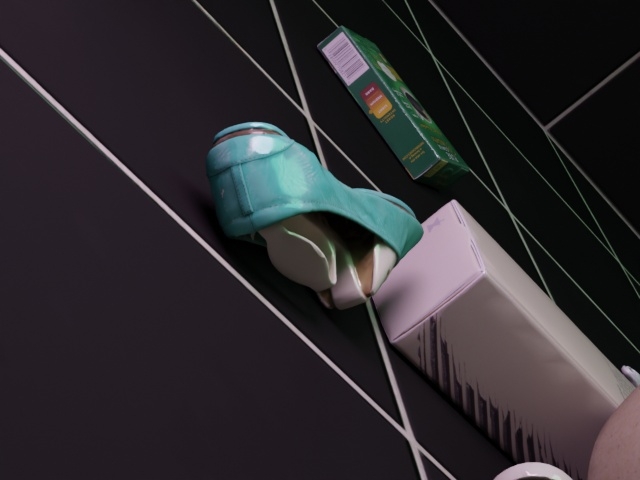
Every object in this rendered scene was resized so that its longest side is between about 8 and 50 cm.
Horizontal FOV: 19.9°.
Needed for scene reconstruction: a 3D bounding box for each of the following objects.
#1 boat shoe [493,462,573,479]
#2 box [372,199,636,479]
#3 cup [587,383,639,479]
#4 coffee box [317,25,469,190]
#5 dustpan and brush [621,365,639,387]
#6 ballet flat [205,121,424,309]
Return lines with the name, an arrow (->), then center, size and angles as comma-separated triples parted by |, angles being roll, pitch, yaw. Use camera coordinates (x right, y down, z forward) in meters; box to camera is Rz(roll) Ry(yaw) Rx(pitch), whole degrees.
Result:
boat shoe -> 0.186, 0.241, 1.168 | 0.228, 0.081, 0.069 | 45, 23, -17
box -> 0.160, 0.103, 1.417 | 0.275, 0.094, 0.113 | 44, 15, -28
cup -> 0.332, 0.184, 1.304 | 0.331, 0.237, 0.331 | 16, 67, -44
coffee box -> 0.077, -0.138, 1.925 | 0.184, 0.040, 0.113 | 54, 13, 15
dustpan and brush -> 0.337, 0.185, 1.878 | 0.211, 0.060, 0.147 | 38, 18, -47
ballet flat -> 0.000, 0.000, 1.223 | 0.247, 0.083, 0.087 | 30, 49, -58
